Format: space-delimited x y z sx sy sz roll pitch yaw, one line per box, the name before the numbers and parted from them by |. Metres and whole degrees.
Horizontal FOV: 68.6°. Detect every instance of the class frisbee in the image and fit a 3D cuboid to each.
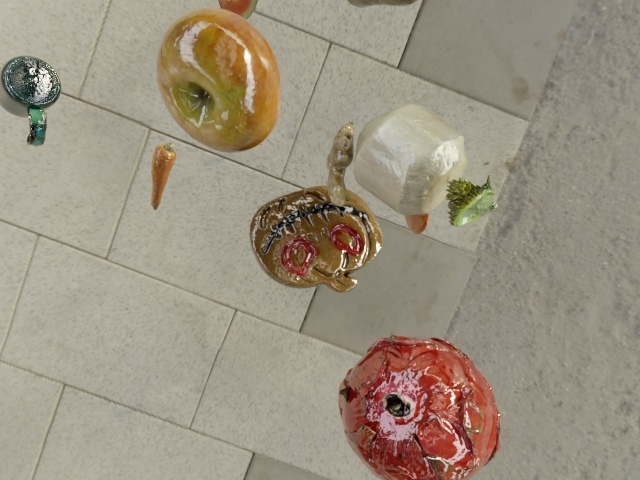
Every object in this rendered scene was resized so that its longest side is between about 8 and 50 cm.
frisbee | 0.357 -0.118 1.791 0.035 0.192 0.191 -5 96 -18

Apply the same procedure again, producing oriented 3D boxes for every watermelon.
watermelon | -0.214 -0.579 1.141 0.125 0.094 0.135 33 128 19

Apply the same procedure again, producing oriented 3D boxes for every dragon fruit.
dragon fruit | 0.146 0.254 0.700 0.241 0.252 0.240 0 89 11

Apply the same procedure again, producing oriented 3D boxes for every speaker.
speaker | -0.334 -0.162 0.549 0.060 0.075 0.094 -35 113 -37

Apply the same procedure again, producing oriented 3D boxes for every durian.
durian | 0.302 -0.082 0.943 0.100 0.215 0.086 -9 76 18

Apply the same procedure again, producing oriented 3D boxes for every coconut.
coconut | 0.198 -0.198 1.106 0.266 0.237 0.237 39 95 26

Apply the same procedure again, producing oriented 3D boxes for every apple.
apple | -0.164 -0.272 0.803 0.211 0.173 0.234 24 140 10

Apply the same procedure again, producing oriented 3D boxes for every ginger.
ginger | 0.049 -0.188 1.180 0.059 0.133 0.214 13 55 -14

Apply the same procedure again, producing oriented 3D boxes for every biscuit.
biscuit | 0.000 -0.001 1.262 0.368 0.063 0.314 -19 70 -24

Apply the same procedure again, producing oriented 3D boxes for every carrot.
carrot | -0.460 -0.176 1.331 0.061 0.061 0.256 30 129 -3

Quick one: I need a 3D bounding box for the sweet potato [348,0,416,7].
sweet potato | 0.174 -0.692 1.227 0.158 0.370 0.157 -13 119 -25
